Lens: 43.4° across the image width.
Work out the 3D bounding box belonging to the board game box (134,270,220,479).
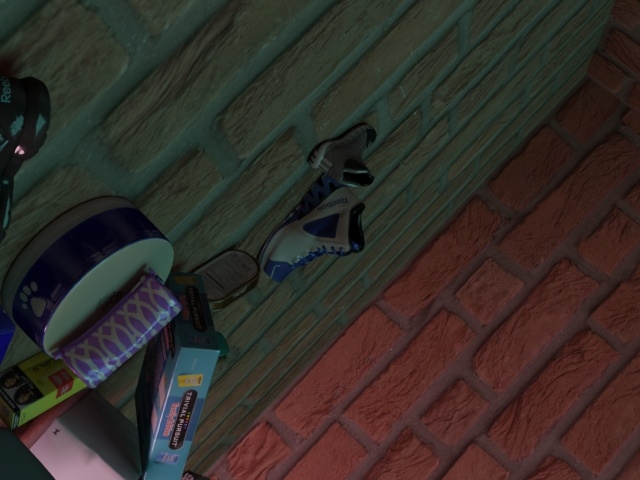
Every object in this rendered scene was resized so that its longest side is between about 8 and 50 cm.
[{"bbox_3d":[-0.294,0.271,1.611,0.079,0.254,0.336,8,118,-22],"label":"board game box"}]

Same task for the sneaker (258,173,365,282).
[{"bbox_3d":[0.001,-0.001,1.958,0.315,0.182,0.127,-52,162,13],"label":"sneaker"}]

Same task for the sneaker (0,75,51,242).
[{"bbox_3d":[-0.404,-0.086,0.932,0.106,0.101,0.267,3,131,-42],"label":"sneaker"}]

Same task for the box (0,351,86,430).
[{"bbox_3d":[-0.484,0.245,1.462,0.232,0.087,0.058,-28,155,-47],"label":"box"}]

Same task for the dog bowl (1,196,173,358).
[{"bbox_3d":[-0.368,0.062,1.298,0.265,0.104,0.265,-43,163,-16],"label":"dog bowl"}]

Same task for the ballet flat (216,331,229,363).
[{"bbox_3d":[-0.325,0.266,1.921,0.124,0.116,0.342,-29,169,6],"label":"ballet flat"}]

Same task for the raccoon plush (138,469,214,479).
[{"bbox_3d":[-0.410,0.595,1.951,0.299,0.446,0.216,21,84,-72],"label":"raccoon plush"}]

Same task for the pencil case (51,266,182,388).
[{"bbox_3d":[-0.316,0.139,1.280,0.206,0.086,0.088,-45,130,-16],"label":"pencil case"}]

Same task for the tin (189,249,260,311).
[{"bbox_3d":[-0.212,0.083,1.751,0.190,0.106,0.040,-35,152,-41],"label":"tin"}]

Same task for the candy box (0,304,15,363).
[{"bbox_3d":[-0.582,0.213,1.048,0.268,0.122,0.317,-12,143,-54],"label":"candy box"}]

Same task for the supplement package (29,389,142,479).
[{"bbox_3d":[-0.488,0.466,1.645,0.198,0.199,0.262,-48,-179,1],"label":"supplement package"}]

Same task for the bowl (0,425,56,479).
[{"bbox_3d":[-0.597,0.407,1.311,0.311,0.163,0.311,-25,174,-3],"label":"bowl"}]

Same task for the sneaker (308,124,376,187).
[{"bbox_3d":[0.086,-0.181,1.845,0.229,0.132,0.086,-32,157,-43],"label":"sneaker"}]
